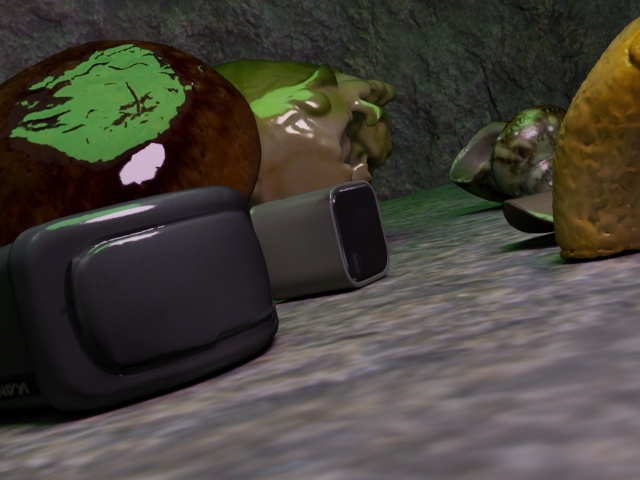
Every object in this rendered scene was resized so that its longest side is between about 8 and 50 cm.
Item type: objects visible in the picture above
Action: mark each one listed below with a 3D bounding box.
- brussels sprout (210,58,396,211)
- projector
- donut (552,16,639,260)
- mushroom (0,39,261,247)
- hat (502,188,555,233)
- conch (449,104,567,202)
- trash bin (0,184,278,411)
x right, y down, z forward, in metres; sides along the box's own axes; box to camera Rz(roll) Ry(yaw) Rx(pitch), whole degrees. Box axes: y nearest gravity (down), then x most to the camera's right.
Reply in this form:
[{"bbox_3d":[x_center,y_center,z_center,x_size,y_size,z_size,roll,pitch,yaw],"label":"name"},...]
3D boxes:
[{"bbox_3d":[-0.058,-0.098,1.237,0.314,0.276,0.371,0,10,0],"label":"brussels sprout"},{"bbox_3d":[0.000,0.000,0.781,0.082,0.083,0.083,-11,3,30],"label":"projector"},{"bbox_3d":[0.237,-0.077,0.565,0.259,0.152,0.101,-13,9,45],"label":"donut"},{"bbox_3d":[-0.221,-0.066,0.932,0.345,0.239,0.345,7,26,-4],"label":"mushroom"},{"bbox_3d":[0.242,-0.070,0.762,0.173,0.144,0.166,9,-1,-4],"label":"hat"},{"bbox_3d":[0.277,-0.107,1.307,0.187,0.124,0.181,-38,6,17],"label":"conch"},{"bbox_3d":[-0.142,0.039,0.567,0.236,0.101,0.176,-13,4,35],"label":"trash bin"}]
